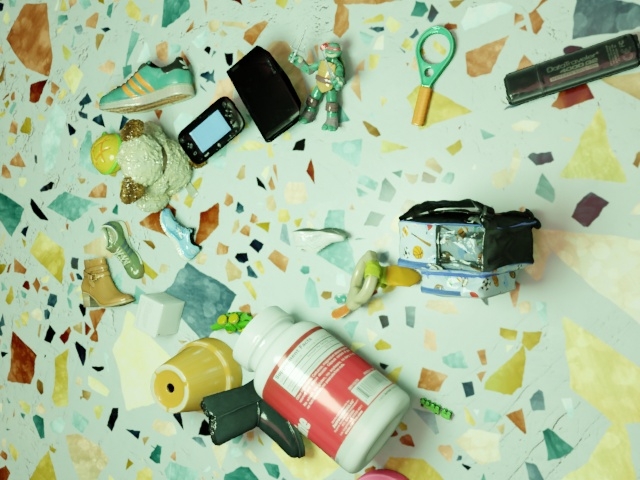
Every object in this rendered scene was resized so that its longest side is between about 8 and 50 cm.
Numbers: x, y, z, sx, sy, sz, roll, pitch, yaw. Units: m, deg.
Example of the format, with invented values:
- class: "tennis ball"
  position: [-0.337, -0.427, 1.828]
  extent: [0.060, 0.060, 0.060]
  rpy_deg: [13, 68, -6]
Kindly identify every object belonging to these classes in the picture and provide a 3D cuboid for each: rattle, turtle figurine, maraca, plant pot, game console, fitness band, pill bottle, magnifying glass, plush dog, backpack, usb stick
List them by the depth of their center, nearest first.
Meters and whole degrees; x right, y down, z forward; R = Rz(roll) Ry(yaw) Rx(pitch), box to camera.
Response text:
- class: "usb stick"
  position: [0.527, -0.358, 1.404]
  extent: [0.278, 0.045, 0.077]
  rpy_deg: [-15, 79, 26]
- class: "backpack"
  position: [0.301, 0.015, 1.429]
  extent: [0.264, 0.277, 0.213]
  rpy_deg: [13, 97, 39]
- class: "magnifying glass"
  position: [0.252, -0.383, 1.551]
  extent: [0.092, 0.026, 0.230]
  rpy_deg: [16, 100, 25]
- class: "pill bottle"
  position: [-0.008, 0.342, 1.597]
  extent: [0.408, 0.229, 0.229]
  rpy_deg: [36, 107, 21]
- class: "fitness band"
  position: [0.179, 0.701, 1.617]
  extent: [0.209, 0.054, 0.290]
  rpy_deg: [-37, 77, 23]
- class: "turtle figurine"
  position: [0.010, -0.394, 1.620]
  extent: [0.175, 0.118, 0.234]
  rpy_deg: [31, 123, 41]
- class: "rattle"
  position: [0.128, 0.127, 1.631]
  extent: [0.130, 0.143, 0.199]
  rpy_deg: [60, 136, 47]
- class: "game console"
  position: [-0.219, -0.314, 1.706]
  extent: [0.361, 0.044, 0.213]
  rpy_deg: [-33, 82, 27]
- class: "plant pot"
  position: [-0.347, 0.377, 1.789]
  extent: [0.205, 0.188, 0.205]
  rpy_deg: [1, 92, 26]
- class: "plush dog"
  position: [-0.454, -0.207, 1.797]
  extent: [0.211, 0.225, 0.262]
  rpy_deg: [-1, 92, 27]
- class: "maraca"
  position: [-0.630, -0.259, 1.960]
  extent: [0.186, 0.099, 0.127]
  rpy_deg: [27, 94, 48]

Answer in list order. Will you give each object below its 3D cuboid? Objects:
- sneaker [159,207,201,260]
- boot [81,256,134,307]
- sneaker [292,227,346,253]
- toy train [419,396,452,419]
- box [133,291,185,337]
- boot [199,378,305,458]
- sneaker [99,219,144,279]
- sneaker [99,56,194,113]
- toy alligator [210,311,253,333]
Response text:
- class: "sneaker"
  position: [-0.389, -0.025, 1.870]
  extent: [0.073, 0.063, 0.162]
  rpy_deg: [-32, 92, 11]
- class: "boot"
  position: [-0.644, 0.124, 1.995]
  extent: [0.197, 0.073, 0.152]
  rpy_deg: [-3, 87, 24]
- class: "sneaker"
  position: [0.000, 0.000, 1.682]
  extent: [0.152, 0.054, 0.061]
  rpy_deg: [0, 101, 33]
- class: "toy train"
  position: [0.273, 0.400, 1.577]
  extent: [0.083, 0.017, 0.023]
  rpy_deg: [23, 112, 24]
- class: "box"
  position: [-0.458, 0.209, 1.886]
  extent: [0.087, 0.102, 0.101]
  rpy_deg: [21, 100, 26]
- class: "boot"
  position: [-0.176, 0.480, 1.701]
  extent: [0.207, 0.094, 0.246]
  rpy_deg: [-22, 73, -19]
- class: "sneaker"
  position: [-0.593, 0.030, 1.954]
  extent: [0.064, 0.086, 0.192]
  rpy_deg: [-29, 80, 25]
- class: "sneaker"
  position: [-0.496, -0.437, 1.882]
  extent: [0.302, 0.108, 0.120]
  rpy_deg: [-8, 88, 19]
- class: "toy alligator"
  position: [-0.213, 0.214, 1.795]
  extent: [0.190, 0.056, 0.051]
  rpy_deg: [-10, 47, 27]
